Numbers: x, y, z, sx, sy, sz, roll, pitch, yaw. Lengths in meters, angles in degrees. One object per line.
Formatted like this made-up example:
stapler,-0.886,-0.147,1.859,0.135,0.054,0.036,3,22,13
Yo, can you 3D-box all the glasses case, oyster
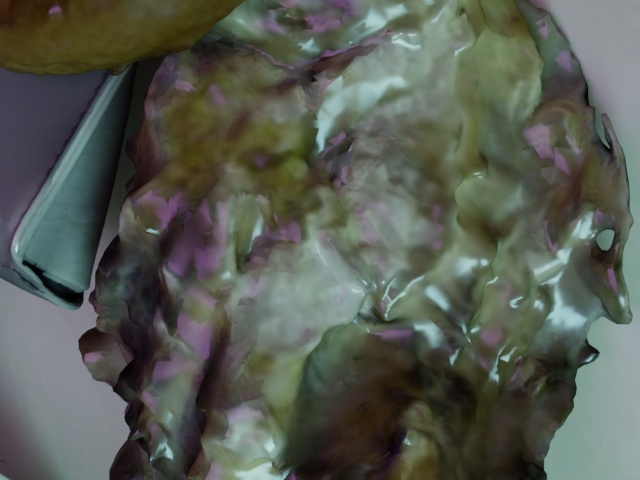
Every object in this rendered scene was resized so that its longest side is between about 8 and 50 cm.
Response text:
glasses case,-0.175,-0.074,0.710,0.308,0.083,0.128,30,91,43
oyster,-0.001,0.000,0.571,0.238,0.115,0.351,10,88,31

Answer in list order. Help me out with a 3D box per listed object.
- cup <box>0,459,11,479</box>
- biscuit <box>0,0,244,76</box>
cup,-0.255,0.255,0.689,0.274,0.253,0.253,-27,79,29
biscuit,-0.090,-0.203,0.591,0.296,0.075,0.296,-17,63,36
